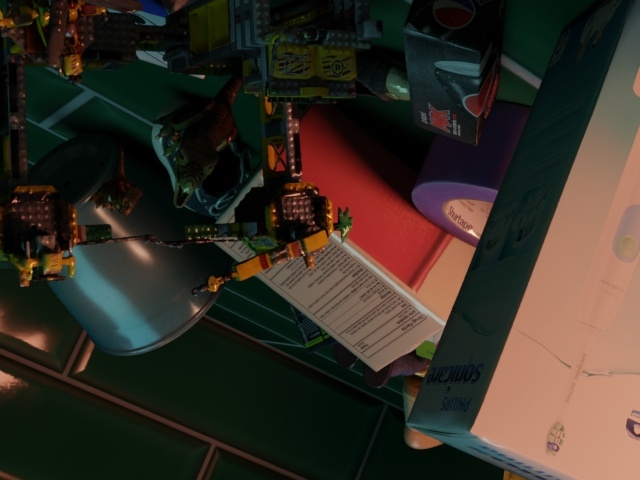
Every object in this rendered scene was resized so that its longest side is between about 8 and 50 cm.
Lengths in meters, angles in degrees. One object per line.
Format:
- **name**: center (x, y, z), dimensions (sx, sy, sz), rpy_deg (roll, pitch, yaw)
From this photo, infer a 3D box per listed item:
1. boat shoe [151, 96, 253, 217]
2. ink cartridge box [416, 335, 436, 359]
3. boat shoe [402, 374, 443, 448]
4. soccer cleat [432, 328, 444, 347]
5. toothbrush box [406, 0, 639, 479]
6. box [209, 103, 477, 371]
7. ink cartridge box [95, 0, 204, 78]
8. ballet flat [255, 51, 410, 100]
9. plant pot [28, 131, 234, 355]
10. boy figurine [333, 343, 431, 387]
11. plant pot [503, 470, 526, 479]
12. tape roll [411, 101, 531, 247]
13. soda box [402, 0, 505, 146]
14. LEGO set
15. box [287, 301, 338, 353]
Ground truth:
- **boat shoe**: center (-0.127, -0.085, 1.267), dimensions (0.079, 0.095, 0.254), rpy_deg (30, 162, 20)
- **ink cartridge box**: center (0.151, 0.091, 1.223), dimensions (0.189, 0.097, 0.255), rpy_deg (15, 133, 34)
- **boat shoe**: center (0.232, 0.240, 1.649), dimensions (0.121, 0.110, 0.341), rpy_deg (18, -163, 38)
- **soccer cleat**: center (0.265, 0.089, 1.083), dimensions (0.318, 0.109, 0.116), rpy_deg (5, 157, -30)
- **toothbrush box**: center (0.215, 0.022, 0.634), dimensions (0.216, 0.295, 0.126), rpy_deg (24, 167, -7)
- **box**: center (0.029, -0.004, 1.039), dimensions (0.232, 0.127, 0.148), rpy_deg (39, 143, -6)
- **ink cartridge box**: center (-0.158, -0.213, 0.885), dimensions (0.097, 0.046, 0.207), rpy_deg (19, 166, 12)
- **ballet flat**: center (0.015, -0.135, 0.897), dimensions (0.173, 0.049, 0.057), rpy_deg (13, 165, 38)
- **plant pot**: center (-0.307, -0.013, 1.544), dimensions (0.271, 0.272, 0.255), rpy_deg (11, 147, 42)
- **boy figurine**: center (0.151, 0.152, 1.513), dimensions (0.177, 0.092, 0.285), rpy_deg (31, -158, 36)
- **plant pot**: center (0.536, 0.479, 1.952), dimensions (0.353, 0.366, 0.366), rpy_deg (6, 163, 18)
- **tape roll**: center (0.181, -0.043, 0.921), dimensions (0.189, 0.080, 0.189), rpy_deg (22, 167, 5)
- **soda box**: center (0.099, -0.130, 0.763), dimensions (0.060, 0.053, 0.169), rpy_deg (20, 168, 13)
- **LEGO set**: center (-0.095, -0.085, 0.757), dimensions (0.331, 0.255, 0.192), rpy_deg (6, 177, -30)
- **box**: center (-0.013, 0.023, 1.266), dimensions (0.270, 0.060, 0.216), rpy_deg (128, 119, -78)
